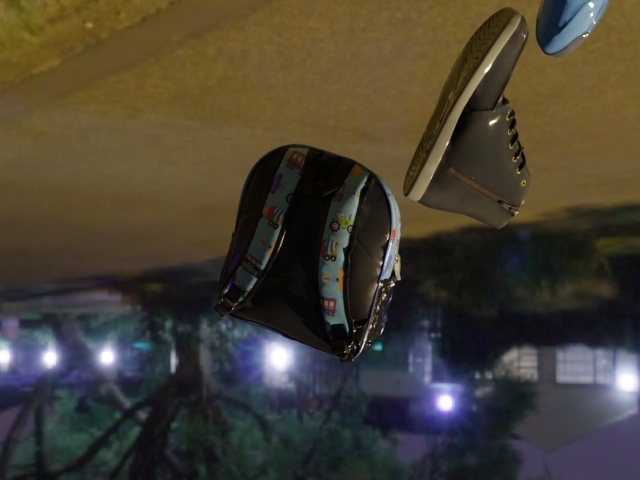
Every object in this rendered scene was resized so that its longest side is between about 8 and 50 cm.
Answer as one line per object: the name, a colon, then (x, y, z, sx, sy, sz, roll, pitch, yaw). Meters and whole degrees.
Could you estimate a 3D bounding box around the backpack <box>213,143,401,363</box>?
backpack: (0.000, 0.000, 0.905, 0.158, 0.173, 0.117, 19, -163, 18)

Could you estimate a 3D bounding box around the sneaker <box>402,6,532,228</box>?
sneaker: (0.180, -0.121, 1.024, 0.118, 0.222, 0.083, 20, -150, -9)

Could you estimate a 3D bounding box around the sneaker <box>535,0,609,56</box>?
sneaker: (0.223, -0.262, 0.869, 0.082, 0.209, 0.069, 5, -148, -30)
